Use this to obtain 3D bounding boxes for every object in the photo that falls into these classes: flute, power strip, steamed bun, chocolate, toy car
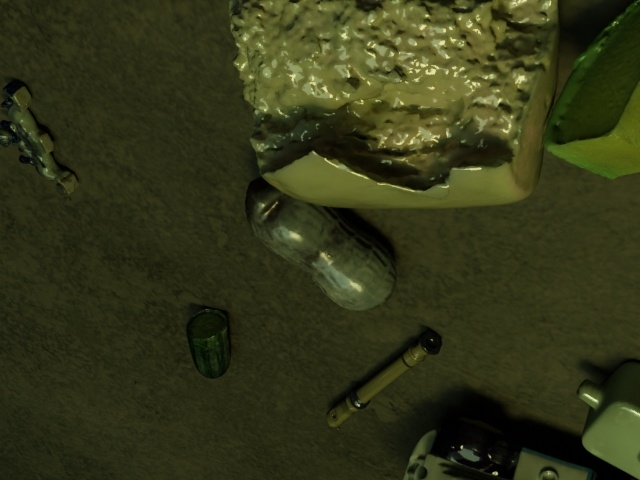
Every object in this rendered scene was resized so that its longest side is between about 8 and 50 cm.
[{"bbox_3d":[0.060,0.150,1.144,0.027,0.027,0.233,35,143,-5],"label":"flute"},{"bbox_3d":[0.400,0.225,0.965,0.385,0.062,0.091,28,139,4],"label":"power strip"},{"bbox_3d":[0.053,-0.106,0.750,0.225,0.170,0.200,3,129,30],"label":"steamed bun"},{"bbox_3d":[0.000,0.000,0.983,0.167,0.072,0.072,39,142,-13],"label":"chocolate"},{"bbox_3d":[0.220,0.302,1.089,0.314,0.198,0.166,14,173,16],"label":"toy car"}]

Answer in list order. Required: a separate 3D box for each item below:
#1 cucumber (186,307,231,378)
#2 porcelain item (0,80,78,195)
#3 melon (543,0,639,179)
[{"bbox_3d":[-0.124,0.122,1.221,0.048,0.048,0.105,19,141,16],"label":"cucumber"},{"bbox_3d":[-0.305,-0.104,1.116,0.075,0.021,0.136,9,137,33],"label":"porcelain item"},{"bbox_3d":[0.241,-0.112,0.662,0.064,0.118,0.209,33,152,-28],"label":"melon"}]
